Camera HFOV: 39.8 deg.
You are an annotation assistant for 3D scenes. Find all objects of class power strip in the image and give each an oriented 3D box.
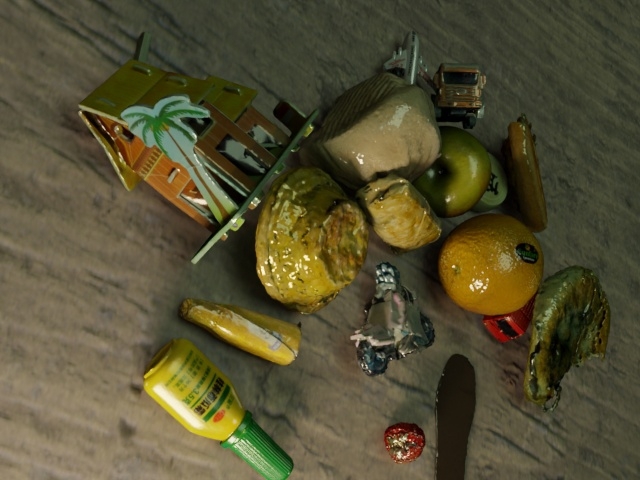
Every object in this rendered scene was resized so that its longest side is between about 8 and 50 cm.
[{"bbox_3d":[-0.323,-0.337,1.590,0.017,0.027,0.083,20,66,-32],"label":"power strip"}]

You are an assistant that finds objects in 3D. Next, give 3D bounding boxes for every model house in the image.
[{"bbox_3d":[-0.193,-0.207,1.452,0.324,0.340,0.300,38,53,-8],"label":"model house"}]

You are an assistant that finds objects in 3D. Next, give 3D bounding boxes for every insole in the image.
[{"bbox_3d":[0.275,0.390,1.830,0.111,0.007,0.327,23,62,-28],"label":"insole"}]

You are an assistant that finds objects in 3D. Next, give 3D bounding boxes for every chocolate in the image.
[{"bbox_3d":[-0.141,0.154,1.545,0.219,0.086,0.085,22,63,-26],"label":"chocolate"}]

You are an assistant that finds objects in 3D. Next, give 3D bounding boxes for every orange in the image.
[{"bbox_3d":[0.361,0.051,1.872,0.236,0.236,0.236,13,68,-34],"label":"orange"}]

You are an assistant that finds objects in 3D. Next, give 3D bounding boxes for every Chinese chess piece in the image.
[{"bbox_3d":[0.368,-0.137,2.037,0.144,0.058,0.144,13,67,-34],"label":"Chinese chess piece"}]

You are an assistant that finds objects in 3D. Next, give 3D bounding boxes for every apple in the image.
[{"bbox_3d":[0.271,-0.147,1.888,0.157,0.197,0.196,-10,80,-75],"label":"apple"}]

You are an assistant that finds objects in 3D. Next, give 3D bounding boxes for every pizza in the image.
[{"bbox_3d":[0.480,-0.173,2.102,0.228,0.081,0.289,-65,141,-57],"label":"pizza"}]

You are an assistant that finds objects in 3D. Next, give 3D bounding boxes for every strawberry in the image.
[{"bbox_3d":[0.166,0.388,1.702,0.096,0.083,0.083,26,55,-69],"label":"strawberry"}]

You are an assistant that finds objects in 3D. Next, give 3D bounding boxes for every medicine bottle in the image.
[{"bbox_3d":[-0.163,0.295,1.479,0.309,0.076,0.111,47,60,-17],"label":"medicine bottle"}]

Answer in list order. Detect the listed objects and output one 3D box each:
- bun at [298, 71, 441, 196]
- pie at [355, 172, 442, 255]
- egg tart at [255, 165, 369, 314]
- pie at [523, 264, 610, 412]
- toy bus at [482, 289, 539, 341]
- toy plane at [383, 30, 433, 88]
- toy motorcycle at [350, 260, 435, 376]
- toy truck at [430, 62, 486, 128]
[{"bbox_3d":[0.120,-0.195,1.739,0.205,0.282,0.281,49,52,-24],"label":"bun"},{"bbox_3d":[0.160,-0.040,1.738,0.282,0.129,0.068,44,23,-60],"label":"pie"},{"bbox_3d":[0.000,0.000,1.618,0.294,0.123,0.293,-9,101,-53],"label":"egg tart"},{"bbox_3d":[0.558,0.205,2.002,0.371,0.078,0.296,-31,119,-42],"label":"pie"},{"bbox_3d":[0.439,0.131,1.985,0.081,0.089,0.195,47,53,-17],"label":"toy bus"},{"bbox_3d":[0.198,-0.389,1.982,0.162,0.066,0.171,14,65,-36],"label":"toy plane"},{"bbox_3d":[0.130,0.143,1.739,0.239,0.108,0.204,-21,94,-65],"label":"toy motorcycle"},{"bbox_3d":[0.281,-0.315,1.874,0.108,0.257,0.140,2,89,2],"label":"toy truck"}]
